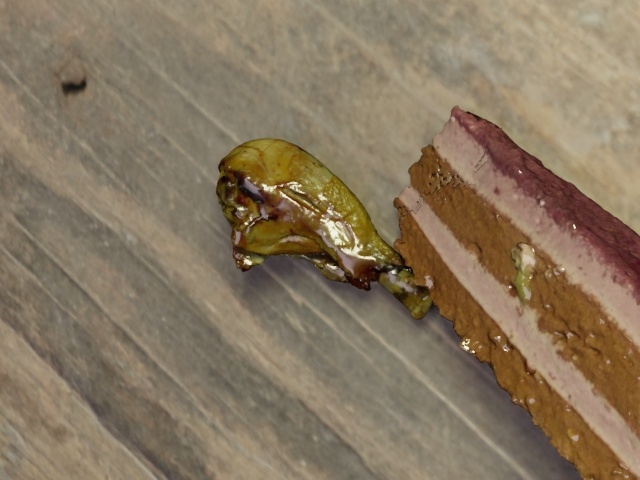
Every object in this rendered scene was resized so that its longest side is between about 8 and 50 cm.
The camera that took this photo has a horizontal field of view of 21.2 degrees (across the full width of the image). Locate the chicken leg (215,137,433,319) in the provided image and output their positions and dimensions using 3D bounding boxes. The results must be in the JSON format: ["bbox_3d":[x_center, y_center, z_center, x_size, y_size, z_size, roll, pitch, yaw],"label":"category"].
[{"bbox_3d":[0.000,0.000,1.140,0.178,0.070,0.093,31,98,14],"label":"chicken leg"}]

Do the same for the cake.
[{"bbox_3d":[0.154,0.039,1.023,0.295,0.113,0.116,47,124,33],"label":"cake"}]
